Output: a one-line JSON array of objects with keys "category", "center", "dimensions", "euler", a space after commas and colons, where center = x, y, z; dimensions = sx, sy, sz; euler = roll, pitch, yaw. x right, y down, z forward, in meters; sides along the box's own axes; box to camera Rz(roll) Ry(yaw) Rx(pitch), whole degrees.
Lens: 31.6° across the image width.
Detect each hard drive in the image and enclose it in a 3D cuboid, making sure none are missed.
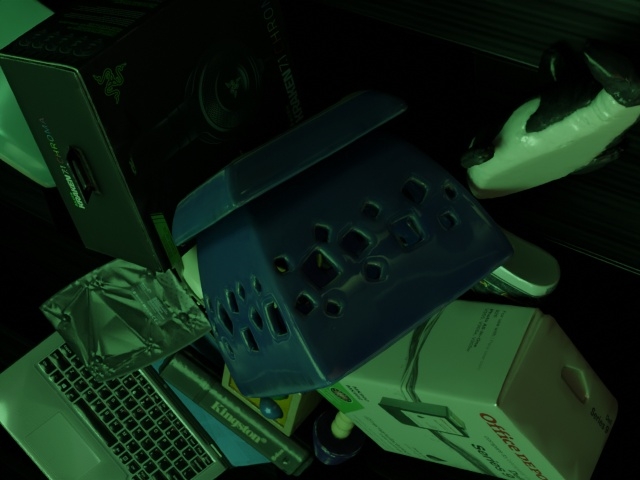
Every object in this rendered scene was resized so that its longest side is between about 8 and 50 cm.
[{"category": "hard drive", "center": [-0.287, 0.105, 1.708], "dimensions": [0.255, 0.054, 0.172], "euler": [-27, 106, 31]}]

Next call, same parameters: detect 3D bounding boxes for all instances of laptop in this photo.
[{"category": "laptop", "center": [-0.303, 0.298, 1.855], "dimensions": [0.382, 0.408, 0.236], "euler": [53, 180, -10]}]

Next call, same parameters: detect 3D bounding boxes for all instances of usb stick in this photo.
[{"category": "usb stick", "center": [-0.127, 0.261, 1.744], "dimensions": [0.278, 0.045, 0.077], "euler": [38, 119, -3]}]

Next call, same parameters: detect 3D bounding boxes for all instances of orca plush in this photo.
[{"category": "orca plush", "center": [0.192, -0.122, 0.968], "dimensions": [0.287, 0.151, 0.102], "euler": [100, 162, -78]}]

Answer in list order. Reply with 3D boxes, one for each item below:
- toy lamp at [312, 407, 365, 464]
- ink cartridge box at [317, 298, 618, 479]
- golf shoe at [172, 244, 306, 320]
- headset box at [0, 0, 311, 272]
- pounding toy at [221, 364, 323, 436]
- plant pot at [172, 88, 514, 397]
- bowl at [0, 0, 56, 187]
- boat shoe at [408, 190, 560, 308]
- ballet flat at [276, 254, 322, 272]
[{"category": "toy lamp", "center": [0.043, 0.230, 1.536], "dimensions": [0.080, 0.080, 0.274], "euler": [38, 147, 11]}, {"category": "ink cartridge box", "center": [0.149, 0.162, 1.259], "dimensions": [0.289, 0.121, 0.211], "euler": [4, 147, 45]}, {"category": "golf shoe", "center": [-0.069, 0.066, 1.485], "dimensions": [0.273, 0.105, 0.120], "euler": [36, 128, 6]}, {"category": "headset box", "center": [-0.164, -0.142, 1.172], "dimensions": [0.131, 0.283, 0.246], "euler": [16, 136, 38]}, {"category": "pounding toy", "center": [-0.091, 0.195, 1.628], "dimensions": [0.181, 0.094, 0.206], "euler": [35, 145, 15]}, {"category": "plant pot", "center": [0.000, 0.000, 1.086], "dimensions": [0.212, 0.236, 0.236], "euler": [60, 156, -4]}, {"category": "bowl", "center": [-0.344, -0.177, 1.321], "dimensions": [0.311, 0.163, 0.311], "euler": [36, 177, 2]}, {"category": "boat shoe", "center": [0.159, 0.015, 1.187], "dimensions": [0.183, 0.065, 0.083], "euler": [36, 148, 15]}, {"category": "ballet flat", "center": [-0.067, -0.012, 1.339], "dimensions": [0.073, 0.080, 0.232], "euler": [8, 169, 29]}]
